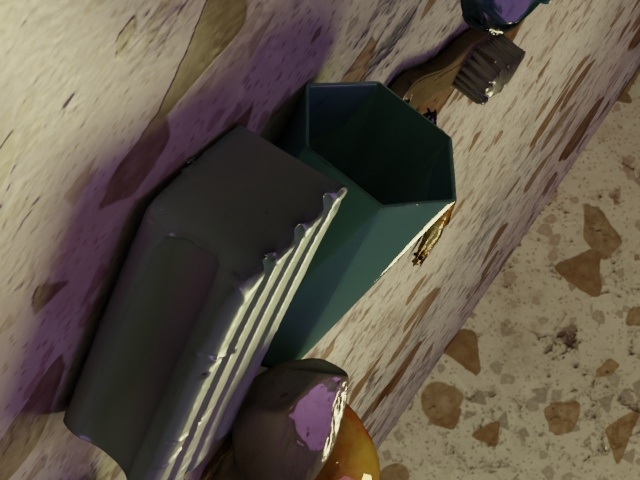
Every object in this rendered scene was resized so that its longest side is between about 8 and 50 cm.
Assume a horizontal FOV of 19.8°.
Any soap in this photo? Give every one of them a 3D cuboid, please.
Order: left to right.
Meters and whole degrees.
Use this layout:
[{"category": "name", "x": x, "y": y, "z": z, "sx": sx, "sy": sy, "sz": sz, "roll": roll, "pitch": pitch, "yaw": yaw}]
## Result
[{"category": "soap", "x": -0.096, "y": 0.064, "z": 1.365, "sx": 0.173, "sy": 0.095, "sz": 0.289, "roll": -46, "pitch": 166, "yaw": -49}]

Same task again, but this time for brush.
[{"category": "brush", "x": 0.141, "y": -0.164, "z": 1.867, "sx": 0.070, "sy": 0.065, "sz": 0.327, "roll": -58, "pitch": 169, "yaw": 26}]

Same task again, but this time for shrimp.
[{"category": "shrimp", "x": 0.162, "y": -0.014, "z": 2.554, "sx": 0.114, "sy": 0.023, "sz": 0.083, "roll": -62, "pitch": 172, "yaw": 9}]

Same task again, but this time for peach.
[{"category": "peach", "x": -0.020, "y": 0.256, "z": 2.110, "sx": 0.184, "sy": 0.184, "sz": 0.184, "roll": -54, "pitch": 170, "yaw": -14}]

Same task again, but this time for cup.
[{"category": "cup", "x": 0.000, "y": 0.000, "z": 1.504, "sx": 0.148, "sy": 0.134, "sz": 0.235, "roll": -87, "pitch": -158, "yaw": -48}]

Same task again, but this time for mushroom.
[{"category": "mushroom", "x": -0.036, "y": 0.166, "z": 1.550, "sx": 0.212, "sy": 0.088, "sz": 0.097, "roll": 115, "pitch": -9, "yaw": -56}]

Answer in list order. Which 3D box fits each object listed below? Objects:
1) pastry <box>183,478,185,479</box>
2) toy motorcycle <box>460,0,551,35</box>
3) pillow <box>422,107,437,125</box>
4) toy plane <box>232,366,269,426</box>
[{"category": "pastry", "x": -0.157, "y": 0.350, "z": 1.646, "sx": 0.275, "sy": 0.275, "sz": 0.193, "roll": -54, "pitch": -154, "yaw": -11}, {"category": "toy motorcycle", "x": 0.152, "y": -0.285, "z": 1.341, "sx": 0.260, "sy": 0.154, "sz": 0.206, "roll": -62, "pitch": 148, "yaw": -6}, {"category": "pillow", "x": 0.067, "y": -0.029, "z": 1.942, "sx": 0.208, "sy": 0.055, "sz": 0.141, "roll": -56, "pitch": 169, "yaw": -23}, {"category": "toy plane", "x": -0.059, "y": 0.096, "z": 1.695, "sx": 0.108, "sy": 0.092, "sz": 0.286, "roll": -36, "pitch": -174, "yaw": 43}]
